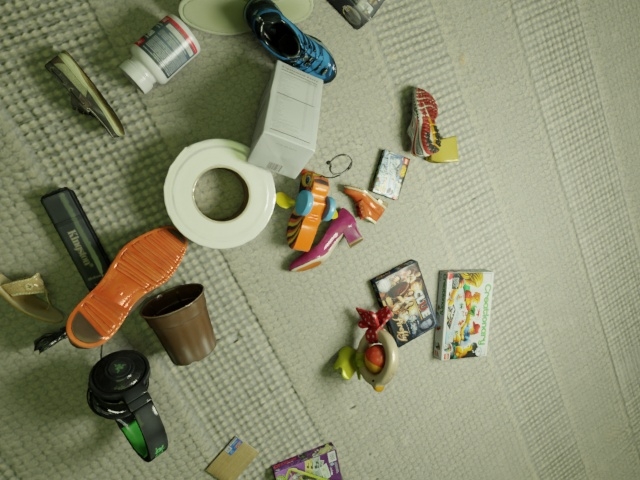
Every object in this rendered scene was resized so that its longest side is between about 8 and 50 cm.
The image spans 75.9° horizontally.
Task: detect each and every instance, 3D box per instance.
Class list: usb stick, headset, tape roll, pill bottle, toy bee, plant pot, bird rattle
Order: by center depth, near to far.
[{"bbox_3d":[-0.519,0.366,0.997,0.185,0.243,0.394,-25,74,-41],"label":"headset"},{"bbox_3d":[-0.394,-0.449,1.002,0.180,0.108,0.108,-47,108,-9],"label":"pill bottle"},{"bbox_3d":[-0.593,0.005,1.021,0.077,0.045,0.278,-24,104,-16],"label":"usb stick"},{"bbox_3d":[-0.358,0.224,1.075,0.166,0.167,0.165,-21,110,-16],"label":"plant pot"},{"bbox_3d":[-0.267,-0.123,1.090,0.286,0.100,0.286,-3,98,-18],"label":"tape roll"},{"bbox_3d":[-0.016,-0.124,1.168,0.298,0.162,0.195,-45,129,11],"label":"toy bee"},{"bbox_3d":[0.168,0.332,1.245,0.143,0.207,0.254,22,104,-36],"label":"bird rattle"},{"bbox_3d":[0.379,-0.284,1.307,0.083,0.081,0.081,-10,100,-9],"label":"plant pot"}]

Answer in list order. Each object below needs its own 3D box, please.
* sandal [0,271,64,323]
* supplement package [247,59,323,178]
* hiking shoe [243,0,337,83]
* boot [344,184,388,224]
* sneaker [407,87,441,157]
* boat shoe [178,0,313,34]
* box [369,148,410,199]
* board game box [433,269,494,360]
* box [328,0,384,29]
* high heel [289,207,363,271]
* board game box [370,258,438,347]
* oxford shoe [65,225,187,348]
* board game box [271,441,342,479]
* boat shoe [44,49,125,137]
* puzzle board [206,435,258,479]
[{"bbox_3d":[-0.706,0.102,0.971,0.240,0.088,0.079,37,90,-14],"label":"sandal"},{"bbox_3d":[-0.088,-0.310,1.058,0.139,0.134,0.244,17,60,-20],"label":"supplement package"},{"bbox_3d":[-0.068,-0.486,1.062,0.304,0.132,0.113,22,127,-40],"label":"hiking shoe"},{"bbox_3d":[0.127,-0.110,1.252,0.157,0.059,0.085,29,91,-21],"label":"boot"},{"bbox_3d":[0.303,-0.365,1.267,0.088,0.092,0.225,7,77,-33],"label":"sneaker"},{"bbox_3d":[-0.194,-0.624,1.052,0.339,0.127,0.113,-15,70,-10],"label":"boat shoe"},{"bbox_3d":[0.218,-0.204,1.286,0.093,0.027,0.137,17,91,-19],"label":"box"},{"bbox_3d":[0.496,0.255,1.424,0.192,0.053,0.306,0,96,-19],"label":"board game box"},{"bbox_3d":[0.113,-0.855,1.136,0.318,0.097,0.395,38,83,-22],"label":"box"},{"bbox_3d":[0.000,0.000,1.225,0.244,0.082,0.117,-29,73,0],"label":"high heel"},{"bbox_3d":[0.278,0.206,1.348,0.165,0.042,0.243,-25,104,-15],"label":"board game box"},{"bbox_3d":[-0.477,0.104,1.015,0.130,0.132,0.364,45,53,-12],"label":"oxford shoe"},{"bbox_3d":[-0.022,0.847,1.321,0.208,0.056,0.347,-14,101,-21],"label":"board game box"},{"bbox_3d":[-0.560,-0.335,0.978,0.073,0.080,0.224,-34,101,-7],"label":"boat shoe"},{"bbox_3d":[-0.263,0.661,1.233,0.096,0.011,0.128,45,81,-17],"label":"puzzle board"}]
